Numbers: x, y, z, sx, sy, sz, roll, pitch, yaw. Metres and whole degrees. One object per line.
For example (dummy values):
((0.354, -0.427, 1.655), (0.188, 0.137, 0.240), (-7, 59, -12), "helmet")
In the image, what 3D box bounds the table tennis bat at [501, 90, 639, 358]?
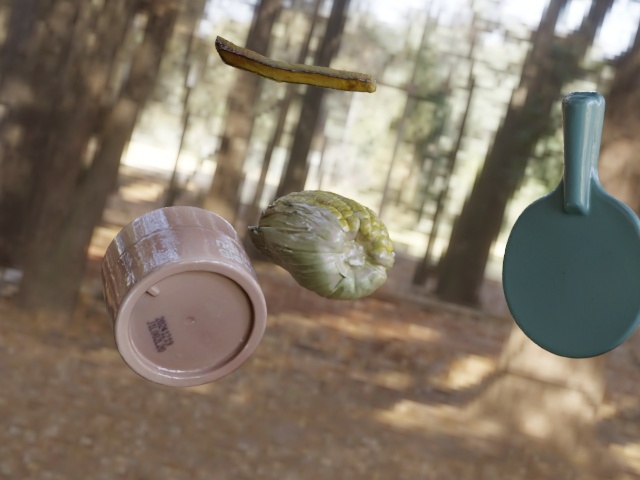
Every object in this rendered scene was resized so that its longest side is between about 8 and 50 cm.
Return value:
((0.234, -0.014, 1.479), (0.153, 0.244, 0.040), (4, 3, 37), "table tennis bat")

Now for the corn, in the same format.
((-0.002, 0.004, 1.911), (0.123, 0.122, 0.305), (-18, 8, -11), "corn")

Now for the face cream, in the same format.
((-0.134, 0.054, 1.573), (0.149, 0.149, 0.104), (13, 26, -23), "face cream")

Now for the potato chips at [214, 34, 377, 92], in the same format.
((-0.030, -0.206, 1.953), (0.204, 0.026, 0.037), (13, 45, -3), "potato chips")
